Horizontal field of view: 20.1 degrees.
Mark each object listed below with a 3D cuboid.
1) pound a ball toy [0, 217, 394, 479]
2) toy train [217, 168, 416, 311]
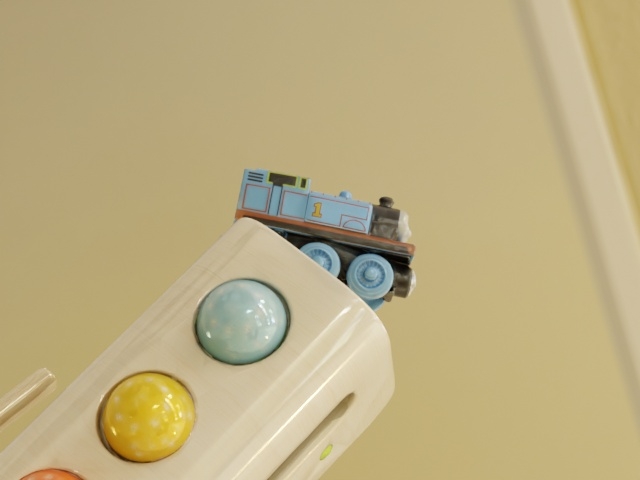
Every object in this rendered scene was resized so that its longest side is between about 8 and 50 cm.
[{"bbox_3d":[-0.138,0.117,1.072,0.319,0.208,0.136,-44,154,-18],"label":"pound a ball toy"},{"bbox_3d":[0.000,0.000,1.639,0.184,0.105,0.080,11,164,-1],"label":"toy train"}]
